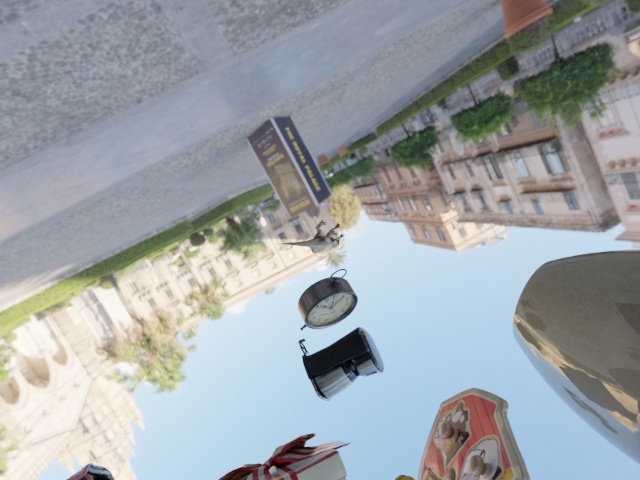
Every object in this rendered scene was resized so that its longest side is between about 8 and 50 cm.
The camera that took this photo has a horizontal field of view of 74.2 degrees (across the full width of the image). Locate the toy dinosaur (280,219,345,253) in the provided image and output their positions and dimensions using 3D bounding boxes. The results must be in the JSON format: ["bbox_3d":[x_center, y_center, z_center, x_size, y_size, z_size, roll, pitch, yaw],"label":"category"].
[{"bbox_3d":[0.000,0.000,1.045,0.183,0.053,0.092,-1,137,-41],"label":"toy dinosaur"}]

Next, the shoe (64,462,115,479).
[{"bbox_3d":[-0.268,0.268,0.418,0.081,0.063,0.178,-37,164,-19],"label":"shoe"}]

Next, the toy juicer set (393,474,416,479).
[{"bbox_3d":[0.178,0.656,0.958,0.090,0.209,0.329,21,132,-40],"label":"toy juicer set"}]

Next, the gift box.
[{"bbox_3d":[-0.046,0.528,0.801,0.255,0.258,0.276,-15,163,-29],"label":"gift box"}]

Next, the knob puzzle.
[{"bbox_3d":[0.149,0.249,0.487,0.213,0.030,0.213,-64,180,1],"label":"knob puzzle"}]

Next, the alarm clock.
[{"bbox_3d":[0.019,0.123,0.928,0.130,0.064,0.192,-8,140,-27],"label":"alarm clock"}]

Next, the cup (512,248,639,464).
[{"bbox_3d":[0.473,0.148,0.700,0.331,0.330,0.237,-31,-146,-26],"label":"cup"}]

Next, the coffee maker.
[{"bbox_3d":[0.051,0.298,1.094,0.178,0.171,0.120,-33,174,9],"label":"coffee maker"}]
